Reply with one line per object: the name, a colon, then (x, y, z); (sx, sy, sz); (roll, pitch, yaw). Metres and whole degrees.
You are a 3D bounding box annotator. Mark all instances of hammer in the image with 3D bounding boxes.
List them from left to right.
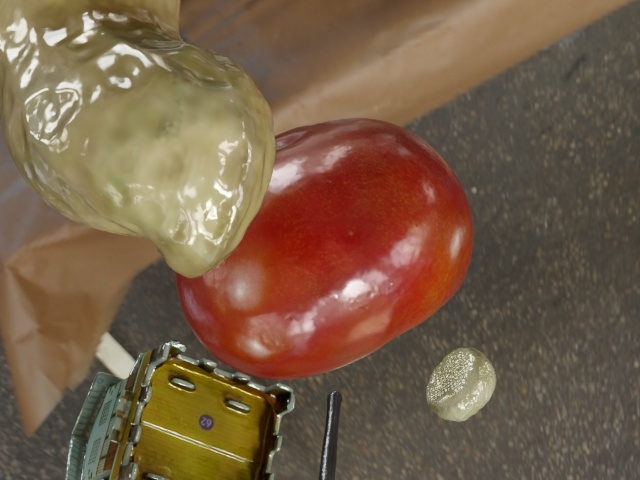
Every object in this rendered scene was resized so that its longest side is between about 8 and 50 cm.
hammer: (0.007, 0.268, 1.364); (0.029, 0.103, 0.246); (13, 57, -9)

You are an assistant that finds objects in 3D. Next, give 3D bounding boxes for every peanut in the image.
peanut: (-0.102, -0.079, 0.574); (0.101, 0.117, 0.263); (-6, 43, -29)

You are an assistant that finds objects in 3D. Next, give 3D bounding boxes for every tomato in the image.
tomato: (0.000, 0.000, 0.805); (0.195, 0.195, 0.136); (-19, 103, 4)

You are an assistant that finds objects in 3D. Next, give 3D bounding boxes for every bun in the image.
bun: (0.158, 0.162, 1.400); (0.086, 0.055, 0.086); (-41, 24, 23)

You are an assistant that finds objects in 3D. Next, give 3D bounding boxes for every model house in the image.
model house: (-0.167, 0.255, 1.559); (0.224, 0.215, 0.198); (23, 65, -22)
